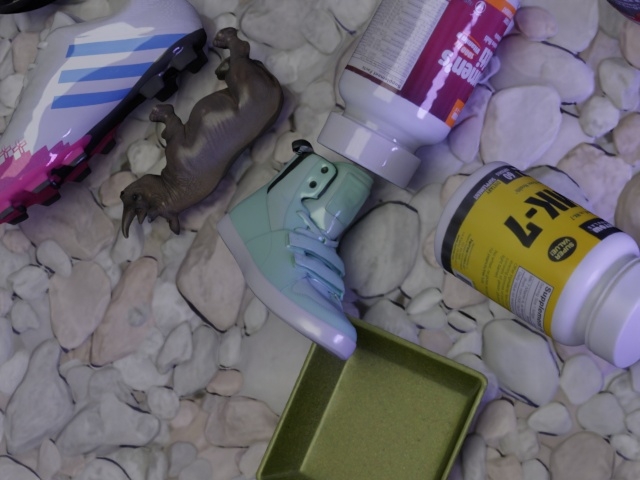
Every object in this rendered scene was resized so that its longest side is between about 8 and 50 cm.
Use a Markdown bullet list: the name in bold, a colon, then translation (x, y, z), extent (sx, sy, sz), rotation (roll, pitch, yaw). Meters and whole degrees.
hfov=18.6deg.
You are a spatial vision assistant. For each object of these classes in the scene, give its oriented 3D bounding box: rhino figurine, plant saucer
- **rhino figurine**: translation (-0.131, -0.096, 2.026), extent (0.243, 0.073, 0.106), rotation (-50, 59, 9)
- **plant saucer**: translation (0.055, 0.186, 1.880), extent (0.188, 0.045, 0.188), rotation (23, 88, 28)

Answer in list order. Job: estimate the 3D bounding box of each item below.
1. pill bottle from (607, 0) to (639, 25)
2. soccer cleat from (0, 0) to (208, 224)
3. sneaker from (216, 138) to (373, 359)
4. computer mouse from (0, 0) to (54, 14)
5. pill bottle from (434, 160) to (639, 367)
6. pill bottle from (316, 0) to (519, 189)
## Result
- **pill bottle**: translation (0.280, -0.313, 1.734), extent (0.176, 0.318, 0.176), rotation (-7, 74, 26)
- **soccer cleat**: translation (-0.271, -0.154, 2.078), extent (0.331, 0.116, 0.143), rotation (-41, 83, 4)
- **sneaker**: translation (0.000, 0.000, 1.892), extent (0.151, 0.094, 0.256), rotation (-46, 39, 7)
- **computer mouse**: translation (-0.246, -0.315, 2.147), extent (0.262, 0.060, 0.184), rotation (-44, 58, -3)
- **pill bottle**: translation (0.218, 0.023, 1.797), extent (0.208, 0.119, 0.119), rotation (33, 93, 28)
- **pill bottle**: translation (0.093, -0.169, 1.904), extent (0.121, 0.121, 0.221), rotation (29, 92, 29)
